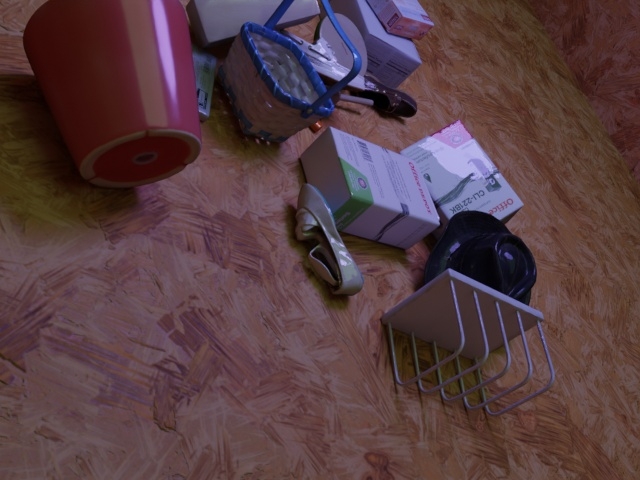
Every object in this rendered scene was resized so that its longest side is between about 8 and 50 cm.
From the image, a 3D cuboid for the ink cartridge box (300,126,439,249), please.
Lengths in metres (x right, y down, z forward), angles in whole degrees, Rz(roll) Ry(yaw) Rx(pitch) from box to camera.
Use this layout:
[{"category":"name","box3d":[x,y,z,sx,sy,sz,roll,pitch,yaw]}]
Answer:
[{"category":"ink cartridge box","box3d":[0.110,-0.110,1.688,0.273,0.115,0.198,16,46,-38]}]

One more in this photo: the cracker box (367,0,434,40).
[{"category":"cracker box","box3d":[0.196,-0.668,2.125,0.156,0.067,0.232,-4,58,-50]}]

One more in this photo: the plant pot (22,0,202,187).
[{"category":"plant pot","box3d":[-0.314,-0.233,1.233,0.275,0.275,0.243,-1,67,-49]}]

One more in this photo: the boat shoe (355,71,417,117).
[{"category":"boat shoe","box3d":[0.175,-0.378,2.074,0.207,0.073,0.073,20,44,-24]}]

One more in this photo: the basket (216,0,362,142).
[{"category":"basket","box3d":[-0.064,-0.365,1.592,0.201,0.289,0.254,3,55,-47]}]

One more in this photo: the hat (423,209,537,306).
[{"category":"hat","box3d":[0.390,0.083,1.692,0.331,0.134,0.331,7,77,-32]}]

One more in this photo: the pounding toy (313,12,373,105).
[{"category":"pounding toy","box3d":[0.027,-0.449,1.963,0.183,0.110,0.236,-5,85,-48]}]

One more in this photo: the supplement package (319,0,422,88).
[{"category":"supplement package","box3d":[0.136,-0.574,2.155,0.204,0.145,0.261,18,43,-37]}]

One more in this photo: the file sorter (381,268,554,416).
[{"category":"file sorter","box3d":[0.293,0.215,1.503,0.278,0.193,0.173,24,43,-31]}]

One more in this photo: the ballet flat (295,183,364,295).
[{"category":"ballet flat","box3d":[0.000,0.000,1.498,0.086,0.086,0.248,-8,63,-51]}]

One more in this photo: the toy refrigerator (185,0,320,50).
[{"category":"toy refrigerator","box3d":[-0.149,-0.504,1.685,0.270,0.094,0.102,-21,98,-19]}]

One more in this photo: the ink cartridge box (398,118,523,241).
[{"category":"ink cartridge box","box3d":[0.329,-0.127,1.876,0.197,0.114,0.273,-30,79,-20]}]

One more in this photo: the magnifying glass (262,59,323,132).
[{"category":"magnifying glass","box3d":[-0.082,-0.344,1.795,0.231,0.026,0.092,45,33,-1]}]

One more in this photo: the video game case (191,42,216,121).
[{"category":"video game case","box3d":[-0.304,-0.356,1.557,0.193,0.023,0.212,28,39,-27]}]

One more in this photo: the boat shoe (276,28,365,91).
[{"category":"boat shoe","box3d":[-0.008,-0.431,1.799,0.277,0.096,0.098,20,-2,-21]}]
